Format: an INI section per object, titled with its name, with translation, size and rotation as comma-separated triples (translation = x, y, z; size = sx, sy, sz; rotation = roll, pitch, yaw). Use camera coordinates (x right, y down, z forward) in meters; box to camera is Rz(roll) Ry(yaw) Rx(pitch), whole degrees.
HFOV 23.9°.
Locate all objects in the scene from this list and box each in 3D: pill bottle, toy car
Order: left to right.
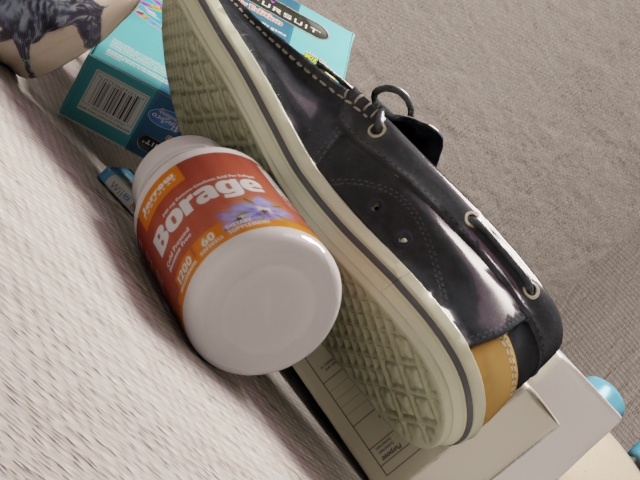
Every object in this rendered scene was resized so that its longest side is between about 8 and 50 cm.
[pill bottle]
translation = -0.075, 0.002, 1.168
size = 0.121, 0.121, 0.216
rotation = 45, 4, -35
[toy car]
translation = 0.321, 0.339, 2.035
size = 0.210, 0.219, 0.238
rotation = 47, -26, 8

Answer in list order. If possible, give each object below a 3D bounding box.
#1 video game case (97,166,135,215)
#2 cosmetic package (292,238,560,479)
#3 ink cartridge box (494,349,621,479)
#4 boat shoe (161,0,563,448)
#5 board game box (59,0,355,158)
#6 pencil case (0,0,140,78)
[video game case]
translation = -0.132, -0.002, 1.384
size = 0.166, 0.015, 0.119
rotation = 47, 4, 1
[cosmetic package]
translation = 0.057, 0.088, 1.377
size = 0.309, 0.160, 0.113
rotation = 54, 5, 33
[ink cartridge box]
translation = 0.120, 0.126, 1.519
size = 0.270, 0.198, 0.197
rotation = 49, 4, 36
[boat shoe]
translation = 0.018, -0.047, 1.285
size = 0.500, 0.156, 0.187
rotation = 51, -28, 28
[board game box]
translation = -0.104, -0.176, 1.571
size = 0.253, 0.079, 0.336
rotation = 28, 31, -11
[pencil case]
translation = -0.330, -0.314, 1.313
size = 0.410, 0.160, 0.183
rotation = 45, 19, -31
